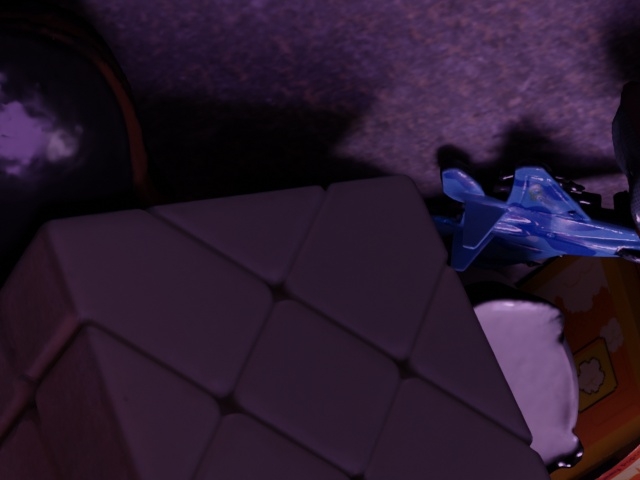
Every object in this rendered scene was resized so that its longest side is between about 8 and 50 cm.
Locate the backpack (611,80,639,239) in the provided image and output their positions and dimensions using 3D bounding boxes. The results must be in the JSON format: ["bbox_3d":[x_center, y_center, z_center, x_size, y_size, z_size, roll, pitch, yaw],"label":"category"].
[{"bbox_3d":[0.380,-0.034,1.394,0.283,0.197,0.317,-18,139,7],"label":"backpack"}]

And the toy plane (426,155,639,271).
[{"bbox_3d":[0.208,-0.017,1.495,0.246,0.078,0.169,1,151,-10],"label":"toy plane"}]

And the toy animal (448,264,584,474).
[{"bbox_3d":[0.123,0.117,1.576,0.165,0.187,0.235,-8,-175,-6],"label":"toy animal"}]

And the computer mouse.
[{"bbox_3d":[-0.204,-0.046,1.263,0.183,0.116,0.323,-9,153,4],"label":"computer mouse"}]

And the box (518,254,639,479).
[{"bbox_3d":[0.312,0.150,1.711,0.283,0.214,0.259,10,144,-33],"label":"box"}]

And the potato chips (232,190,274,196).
[{"bbox_3d":[0.000,0.000,1.476,0.201,0.049,0.150,17,148,-22],"label":"potato chips"}]

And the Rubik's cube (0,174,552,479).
[{"bbox_3d":[-0.066,0.172,1.323,0.322,0.319,0.316,-8,155,-35],"label":"Rubik's cube"}]
